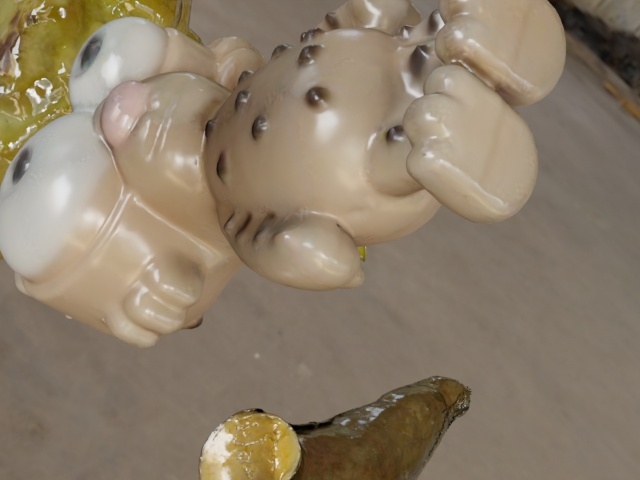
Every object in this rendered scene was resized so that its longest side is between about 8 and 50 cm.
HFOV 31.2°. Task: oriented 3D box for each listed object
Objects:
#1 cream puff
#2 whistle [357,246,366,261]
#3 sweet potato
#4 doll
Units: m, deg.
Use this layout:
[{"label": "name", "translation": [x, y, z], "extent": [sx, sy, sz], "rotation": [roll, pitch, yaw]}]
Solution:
[{"label": "cream puff", "translation": [-0.206, -0.118, 0.914], "extent": [0.257, 0.324, 0.291], "rotation": [20, 42, -47]}, {"label": "whistle", "translation": [0.002, -0.001, 1.451], "extent": [0.109, 0.057, 0.046], "rotation": [0, -6, -5]}, {"label": "sweet potato", "translation": [0.024, 0.159, 0.863], "extent": [0.286, 0.112, 0.085], "rotation": [-6, 33, -44]}, {"label": "doll", "translation": [-0.027, -0.040, 0.467], "extent": [0.119, 0.278, 0.154], "rotation": [33, 55, -33]}]
